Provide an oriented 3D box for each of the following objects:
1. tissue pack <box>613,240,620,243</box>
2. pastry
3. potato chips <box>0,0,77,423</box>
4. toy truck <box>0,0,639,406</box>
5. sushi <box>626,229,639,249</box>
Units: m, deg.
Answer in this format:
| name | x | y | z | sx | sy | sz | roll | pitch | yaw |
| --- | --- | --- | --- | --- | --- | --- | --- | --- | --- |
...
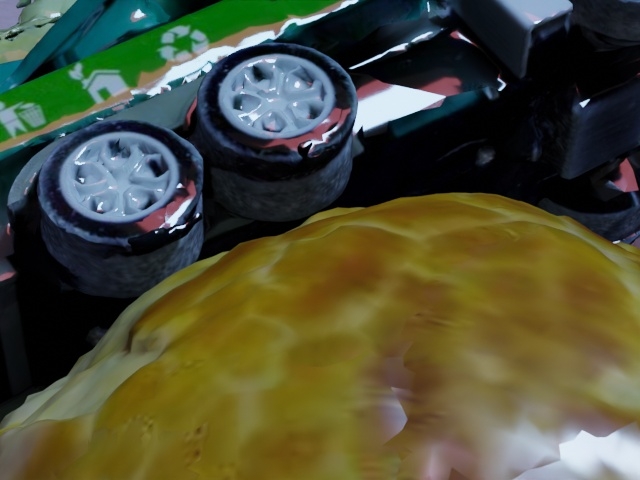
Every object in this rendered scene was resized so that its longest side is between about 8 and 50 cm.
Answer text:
| name | x | y | z | sx | sy | sz | roll | pitch | yaw |
| --- | --- | --- | --- | --- | --- | --- | --- | --- | --- |
| tissue pack | 0.000 | 0.000 | 0.987 | 0.257 | 0.123 | 0.215 | -13 | 45 | -23 |
| pastry | 0.056 | 0.157 | 0.564 | 0.388 | 0.312 | 0.388 | 18 | 44 | -19 |
| potato chips | -0.114 | 0.046 | 0.807 | 0.429 | 0.070 | 0.358 | -17 | 68 | -17 |
| toy truck | -0.015 | -0.050 | 0.744 | 0.363 | 0.176 | 0.178 | -23 | 56 | -18 |
| sushi | 0.201 | -0.053 | 1.177 | 0.270 | 0.171 | 0.236 | -7 | 39 | -41 |
